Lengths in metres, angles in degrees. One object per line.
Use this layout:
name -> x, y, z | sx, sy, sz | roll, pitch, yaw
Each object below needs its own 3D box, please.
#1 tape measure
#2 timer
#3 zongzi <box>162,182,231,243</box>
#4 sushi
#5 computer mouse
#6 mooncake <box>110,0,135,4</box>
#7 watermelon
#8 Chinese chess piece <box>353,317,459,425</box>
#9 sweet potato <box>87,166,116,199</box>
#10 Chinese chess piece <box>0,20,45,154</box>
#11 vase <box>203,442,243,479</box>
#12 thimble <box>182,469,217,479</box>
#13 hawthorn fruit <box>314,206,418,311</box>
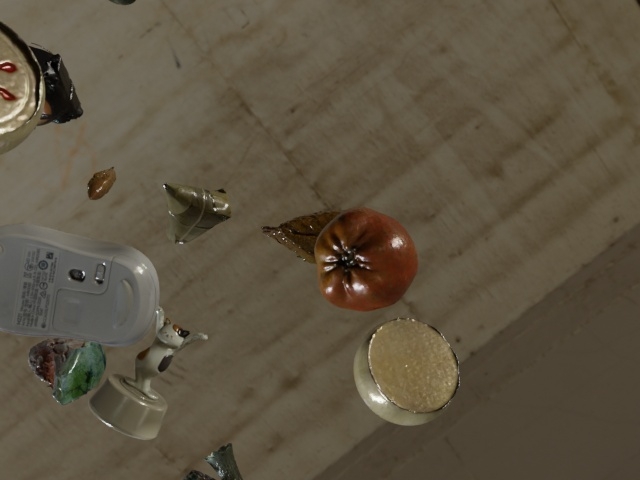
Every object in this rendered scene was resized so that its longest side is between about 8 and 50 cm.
tape measure -> -0.686, -0.354, 1.600 | 0.202, 0.223, 0.135 | 92, -3, -62
timer -> -0.386, 0.293, 1.574 | 0.266, 0.175, 0.175 | -60, -163, -2
zongzi -> -0.283, -0.053, 1.349 | 0.160, 0.078, 0.176 | -35, 154, 29
sushi -> 0.000, -0.001, 1.786 | 0.287, 0.149, 0.140 | -12, -176, -4
computer mouse -> -0.404, 0.071, 1.117 | 0.297, 0.184, 0.121 | 7, -171, 0
mooncake -> -0.508, -0.700, 1.789 | 0.169, 0.104, 0.175 | -16, -116, 11
watermelon -> -0.465, 0.213, 1.248 | 0.187, 0.139, 0.071 | -80, 178, -69
Chinese chess piece -> 0.206, 0.312, 1.657 | 0.257, 0.257, 0.104 | -51, 177, -37
sweet potato -> -0.650, -0.177, 2.063 | 0.060, 0.068, 0.206 | -22, -158, 15
Chinese chess piece -> -0.562, -0.244, 1.073 | 0.103, 0.249, 0.249 | -27, -160, 44
vase -> -0.226, 0.597, 1.741 | 0.081, 0.148, 0.081 | -27, 176, -2
thimble -> -0.308, 0.646, 1.756 | 0.090, 0.119, 0.135 | -63, 172, -12
hawthorn fruit -> 0.075, 0.035, 1.147 | 0.189, 0.189, 0.189 | -36, -164, 12
